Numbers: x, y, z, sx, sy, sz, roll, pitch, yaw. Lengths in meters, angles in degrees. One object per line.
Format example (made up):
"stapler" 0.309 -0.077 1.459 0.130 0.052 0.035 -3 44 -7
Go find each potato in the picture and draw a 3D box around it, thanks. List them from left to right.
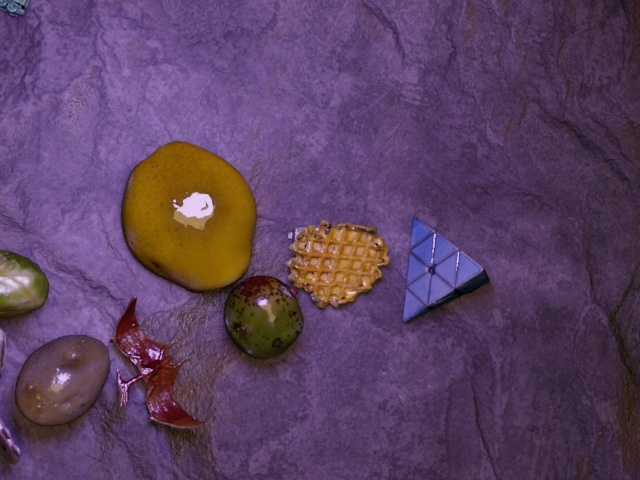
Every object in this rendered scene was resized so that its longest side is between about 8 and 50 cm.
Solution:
"potato" -0.596 0.321 1.486 0.235 0.160 0.178 -39 117 -37

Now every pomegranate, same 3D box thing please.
"pomegranate" -0.128 0.178 1.642 0.214 0.214 0.248 58 40 -6

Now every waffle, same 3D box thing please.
"waffle" 0.049 0.055 1.728 0.280 0.060 0.262 -36 117 -5

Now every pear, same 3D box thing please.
"pear" -0.314 -0.059 1.586 0.340 0.191 0.386 -33 96 -17

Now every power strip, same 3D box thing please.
"power strip" 0.000 0.000 1.761 0.175 0.042 0.075 -3 85 -18

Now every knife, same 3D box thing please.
"knife" -0.793 0.336 1.443 0.038 0.132 0.398 -30 90 -46

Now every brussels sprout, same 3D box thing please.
"brussels sprout" -0.722 0.102 1.433 0.223 0.223 0.161 8 95 -17

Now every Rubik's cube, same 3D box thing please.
"Rubik's cube" 0.361 0.093 1.823 0.228 0.229 0.233 4 128 18

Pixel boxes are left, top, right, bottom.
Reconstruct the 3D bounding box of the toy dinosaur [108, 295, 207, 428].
"toy dinosaur" -0.402 0.302 1.563 0.207 0.113 0.327 2 78 -36

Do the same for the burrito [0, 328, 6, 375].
"burrito" -0.740 0.263 1.431 0.060 0.226 0.087 -7 57 -35

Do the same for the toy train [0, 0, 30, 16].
"toy train" -0.788 -0.604 1.557 0.148 0.038 0.071 24 76 -14
